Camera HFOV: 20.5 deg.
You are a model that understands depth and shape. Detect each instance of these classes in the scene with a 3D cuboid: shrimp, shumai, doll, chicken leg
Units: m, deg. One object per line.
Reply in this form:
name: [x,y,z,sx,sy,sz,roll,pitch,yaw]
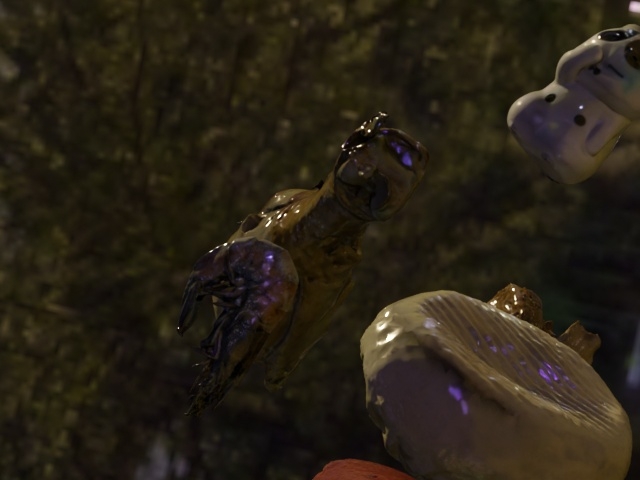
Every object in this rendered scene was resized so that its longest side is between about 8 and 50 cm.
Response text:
shrimp: [-0.082,0.070,1.485,0.161,0.091,0.034,-62,-19,-1]
shumai: [0.194,0.126,1.714,0.139,0.105,0.123,-61,15,-17]
doll: [0.278,-0.142,1.812,0.180,0.110,0.107,-48,-33,10]
chicken leg: [0.000,0.000,1.871,0.429,0.153,0.201,-48,22,54]

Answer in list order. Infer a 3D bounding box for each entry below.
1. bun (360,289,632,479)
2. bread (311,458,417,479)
bun: [0.121,0.137,1.320,0.127,0.222,0.222,-62,-7,21]
bread: [0.036,0.167,1.011,0.192,0.119,0.067,16,93,65]
